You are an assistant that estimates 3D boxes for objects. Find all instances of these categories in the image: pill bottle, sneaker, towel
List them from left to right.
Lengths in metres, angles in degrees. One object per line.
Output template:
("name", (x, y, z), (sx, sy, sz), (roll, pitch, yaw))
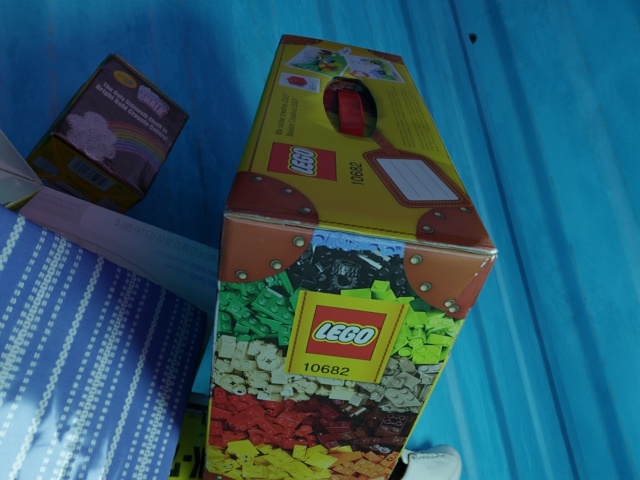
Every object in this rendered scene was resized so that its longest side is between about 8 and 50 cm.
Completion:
("towel", (-0.239, 0.107, 0.368), (0.336, 0.040, 0.243), (40, 50, -45))
("pill bottle", (-0.201, 0.295, 0.594), (0.119, 0.119, 0.208), (26, 56, -40))
("sneaker", (0.195, 0.459, 0.989), (0.290, 0.106, 0.123), (-9, 83, -49))

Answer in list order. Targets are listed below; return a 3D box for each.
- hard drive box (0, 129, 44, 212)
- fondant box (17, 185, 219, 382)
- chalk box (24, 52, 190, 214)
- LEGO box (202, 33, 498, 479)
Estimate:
("hard drive box", (-0.384, -0.006, 0.421), (0.089, 0.232, 0.181), (58, 41, -15))
("fondant box", (-0.256, 0.133, 0.521), (0.239, 0.096, 0.330), (21, 63, -12))
("chalk box", (-0.287, -0.152, 0.679), (0.132, 0.132, 0.213), (40, 47, -30))
("LEGO box", (0.000, 0.000, 0.617), (0.193, 0.372, 0.500), (9, 34, -5))
